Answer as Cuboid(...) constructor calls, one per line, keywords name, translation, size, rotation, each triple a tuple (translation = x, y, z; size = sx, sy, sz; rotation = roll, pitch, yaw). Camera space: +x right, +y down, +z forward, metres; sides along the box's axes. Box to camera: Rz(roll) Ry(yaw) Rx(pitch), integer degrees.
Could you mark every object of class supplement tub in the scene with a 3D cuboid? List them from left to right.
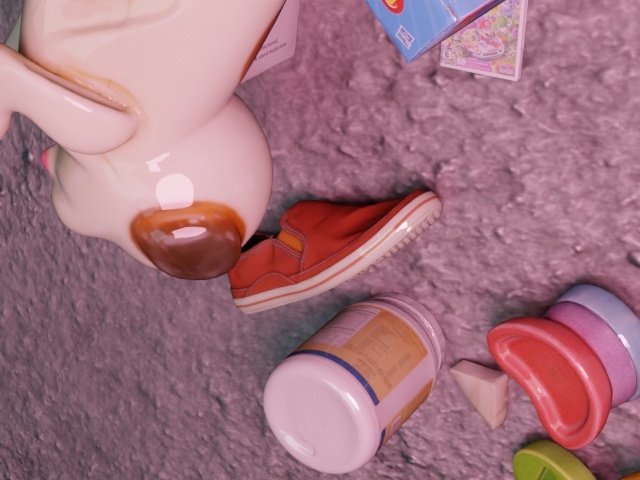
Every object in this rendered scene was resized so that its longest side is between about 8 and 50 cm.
Cuboid(name="supplement tub", translation=(0.044, 0.156, 1.255), size=(0.144, 0.199, 0.144), rotation=(16, 121, 28))

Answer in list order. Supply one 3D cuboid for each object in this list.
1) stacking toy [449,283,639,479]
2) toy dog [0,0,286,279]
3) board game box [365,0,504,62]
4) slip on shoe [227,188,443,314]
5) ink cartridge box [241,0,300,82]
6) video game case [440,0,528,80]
Cuboid(name="stacking toy", translation=(0.302, 0.193, 1.189), size=(0.309, 0.130, 0.279), rotation=(58, 158, -1))
Cuboid(name="toy dog", translation=(-0.147, -0.170, 1.003), size=(0.395, 0.284, 0.408), rotation=(-4, 119, -11))
Cuboid(name="board game box", translation=(0.106, -0.345, 0.871), size=(0.302, 0.308, 0.086), rotation=(56, 154, -2))
Cuboid(name="slip on shoe", translation=(0.000, 0.000, 1.266), size=(0.331, 0.123, 0.101), rotation=(-21, 97, 46))
Cuboid(name="ink cartridge box", translation=(-0.163, -0.385, 1.142), size=(0.279, 0.160, 0.385), rotation=(22, 124, 24))
Cuboid(name="video game case", translation=(0.162, -0.224, 1.095), size=(0.087, 0.011, 0.122), rotation=(17, 122, 28))
